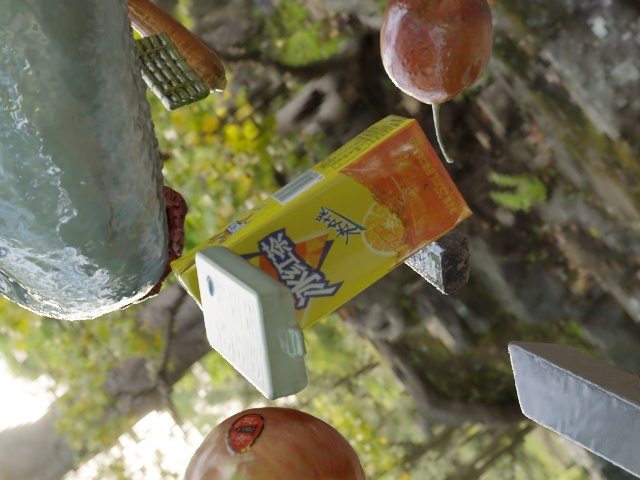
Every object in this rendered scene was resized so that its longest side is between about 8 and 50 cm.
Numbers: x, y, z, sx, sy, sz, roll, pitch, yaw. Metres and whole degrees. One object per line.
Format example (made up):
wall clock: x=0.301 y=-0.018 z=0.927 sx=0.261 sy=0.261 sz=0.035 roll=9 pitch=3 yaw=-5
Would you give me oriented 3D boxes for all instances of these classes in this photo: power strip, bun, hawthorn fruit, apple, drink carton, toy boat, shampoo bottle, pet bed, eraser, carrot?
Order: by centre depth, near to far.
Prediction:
bun: x=-0.228 y=-0.096 z=1.068 sx=0.354 sy=0.194 sz=0.355 roll=170 pitch=90 yaw=-85
apple: x=-0.049 y=0.272 z=1.432 sx=0.164 sy=0.209 sz=0.209 roll=24 pitch=162 yaw=39
eraser: x=0.344 y=0.200 z=1.458 sx=0.111 sy=0.077 sz=0.352 roll=6 pitch=-167 yaw=-36
power strip: x=-0.080 y=0.083 z=1.485 sx=0.270 sy=0.046 sz=0.118 roll=-152 pitch=49 yaw=-67
toy boat: x=-0.189 y=-0.210 z=1.688 sx=0.115 sy=0.063 sz=0.016 roll=51 pitch=149 yaw=27
drink carton: x=0.000 y=0.000 z=1.726 sx=0.155 sy=0.351 sz=0.111 roll=57 pitch=173 yaw=-13
hawthorn fruit: x=0.157 y=-0.224 z=1.910 sx=0.165 sy=0.165 sz=0.286 roll=-128 pitch=33 yaw=-49
carrot: x=-0.236 y=-0.303 z=1.923 sx=0.271 sy=0.066 sz=0.062 roll=42 pitch=149 yaw=-10
pet bed: x=-0.275 y=0.009 z=2.037 sx=0.053 sy=0.201 sz=0.201 roll=29 pitch=167 yaw=33
shampoo bottle: x=0.125 y=-0.033 z=2.264 sx=0.309 sy=0.071 sz=0.098 roll=40 pitch=151 yaw=40
